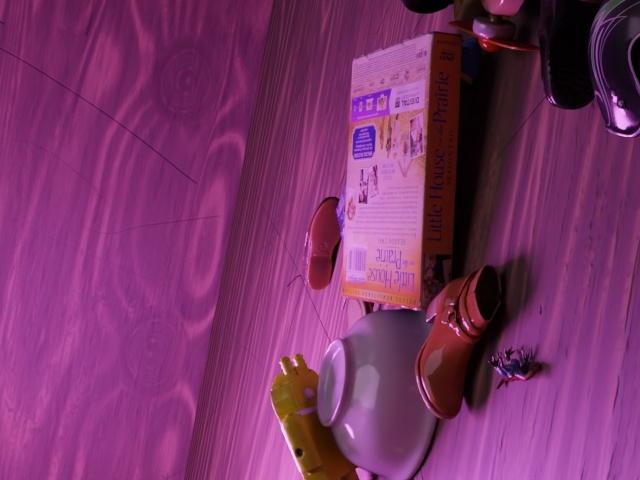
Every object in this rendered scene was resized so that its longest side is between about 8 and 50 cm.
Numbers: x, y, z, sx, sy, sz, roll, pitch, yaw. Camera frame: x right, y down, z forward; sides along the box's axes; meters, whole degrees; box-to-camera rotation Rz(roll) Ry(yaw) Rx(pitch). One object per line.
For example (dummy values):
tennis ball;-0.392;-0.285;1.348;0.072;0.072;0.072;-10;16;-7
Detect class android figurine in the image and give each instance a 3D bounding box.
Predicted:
android figurine;-0.003;0.321;1.755;0.273;0.056;0.248;68;-162;11

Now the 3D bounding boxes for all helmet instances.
helmet;0.337;-0.185;0.996;0.169;0.169;0.162;-136;42;-72

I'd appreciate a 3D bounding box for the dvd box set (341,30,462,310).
dvd box set;0.126;-0.105;1.685;0.307;0.062;0.421;-179;91;-69

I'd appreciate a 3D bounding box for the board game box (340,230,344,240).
board game box;0.092;-0.025;1.885;0.020;0.090;0.090;70;162;-2

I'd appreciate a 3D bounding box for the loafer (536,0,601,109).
loafer;0.313;-0.251;1.304;0.078;0.080;0.220;112;169;-65

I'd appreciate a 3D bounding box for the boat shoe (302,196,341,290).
boat shoe;0.000;0.000;2.214;0.073;0.073;0.207;-125;48;-66

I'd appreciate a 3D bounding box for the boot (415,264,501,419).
boot;0.197;0.138;1.442;0.152;0.072;0.197;136;140;-57

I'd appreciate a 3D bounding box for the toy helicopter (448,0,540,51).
toy helicopter;0.256;-0.376;1.544;0.355;0.140;0.235;162;109;-84

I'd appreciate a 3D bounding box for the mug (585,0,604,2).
mug;0.359;-0.359;1.197;0.113;0.150;0.169;-45;-2;-36

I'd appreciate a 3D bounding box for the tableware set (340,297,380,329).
tableware set;0.092;0.100;1.895;0.128;0.039;0.194;-113;29;-43

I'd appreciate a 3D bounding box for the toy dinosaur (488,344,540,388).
toy dinosaur;0.252;0.165;1.321;0.082;0.047;0.090;-130;19;-59

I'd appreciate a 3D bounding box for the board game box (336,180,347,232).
board game box;0.078;-0.058;2.048;0.201;0.035;0.136;-102;28;-55

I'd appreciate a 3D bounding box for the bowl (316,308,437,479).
bowl;0.078;0.238;1.675;0.298;0.134;0.298;-170;90;-75

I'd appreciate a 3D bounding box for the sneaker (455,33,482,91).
sneaker;0.210;-0.289;1.701;0.082;0.069;0.209;-69;16;-2

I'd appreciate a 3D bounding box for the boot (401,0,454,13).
boot;0.211;-0.576;1.744;0.348;0.131;0.260;-59;30;25
